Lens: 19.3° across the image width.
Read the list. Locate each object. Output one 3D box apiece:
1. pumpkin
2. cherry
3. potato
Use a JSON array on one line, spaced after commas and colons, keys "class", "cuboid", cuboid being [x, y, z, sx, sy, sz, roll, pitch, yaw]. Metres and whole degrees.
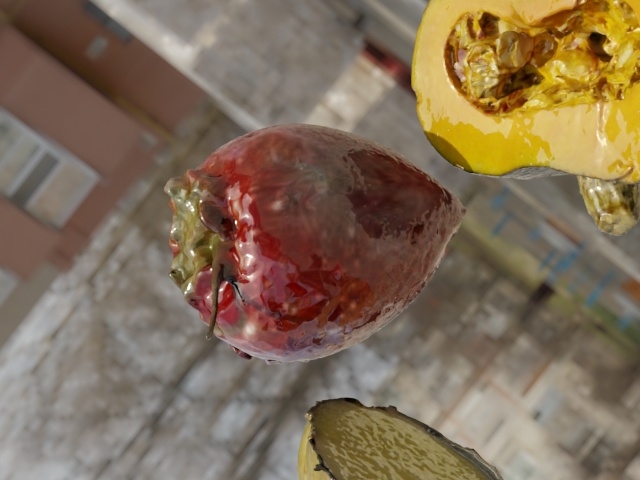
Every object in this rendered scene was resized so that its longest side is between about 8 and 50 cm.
[{"class": "pumpkin", "cuboid": [0.218, -0.117, 1.470, 0.139, 0.222, 0.317, -16, -169, -40]}, {"class": "cherry", "cuboid": [0.000, 0.000, 1.523, 0.175, 0.249, 0.192, 90, 162, -49]}, {"class": "potato", "cuboid": [0.051, 0.191, 1.300, 0.164, 0.081, 0.200, 12, -160, -27]}]
